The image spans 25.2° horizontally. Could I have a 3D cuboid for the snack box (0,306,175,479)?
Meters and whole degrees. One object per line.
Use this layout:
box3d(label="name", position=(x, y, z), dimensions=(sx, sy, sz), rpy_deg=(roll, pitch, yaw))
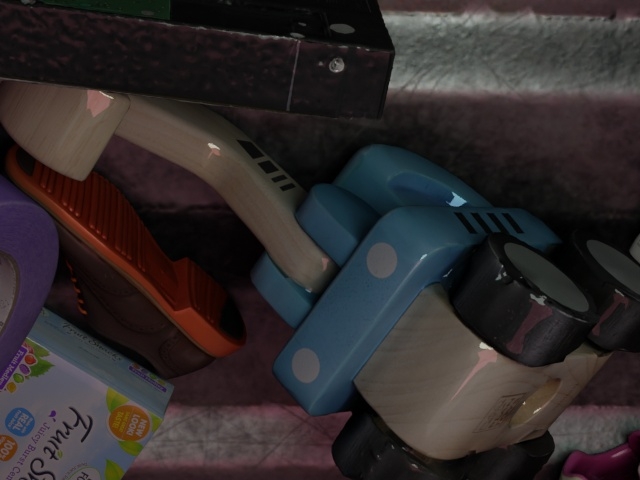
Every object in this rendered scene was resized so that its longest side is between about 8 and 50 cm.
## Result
box3d(label="snack box", position=(-0.260, 0.175, 1.294), dimensions=(0.174, 0.070, 0.207), rpy_deg=(33, 113, -10))

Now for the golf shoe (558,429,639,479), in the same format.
box3d(label="golf shoe", position=(0.374, 0.239, 1.392), dimensions=(0.306, 0.115, 0.140), rpy_deg=(-16, 116, 2))

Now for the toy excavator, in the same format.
box3d(label="toy excavator", position=(0.000, 0.000, 1.169), dimensions=(0.433, 0.445, 0.222), rpy_deg=(0, 129, -55))

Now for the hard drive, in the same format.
box3d(label="hard drive", position=(-0.129, -0.174, 1.030), dimensions=(0.339, 0.237, 0.064), rpy_deg=(6, 118, -10))

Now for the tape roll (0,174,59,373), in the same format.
box3d(label="tape roll", position=(-0.327, 0.058, 1.086), dimensions=(0.090, 0.275, 0.274), rpy_deg=(38, 114, 15))

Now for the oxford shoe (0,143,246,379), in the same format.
box3d(label="oxford shoe", position=(-0.185, 0.028, 1.222), dimensions=(0.098, 0.097, 0.271), rpy_deg=(-34, 117, 20))

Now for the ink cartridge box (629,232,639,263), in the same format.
box3d(label="ink cartridge box", position=(0.414, -0.027, 1.290), dimensions=(0.225, 0.056, 0.181), rpy_deg=(12, 119, -34))
